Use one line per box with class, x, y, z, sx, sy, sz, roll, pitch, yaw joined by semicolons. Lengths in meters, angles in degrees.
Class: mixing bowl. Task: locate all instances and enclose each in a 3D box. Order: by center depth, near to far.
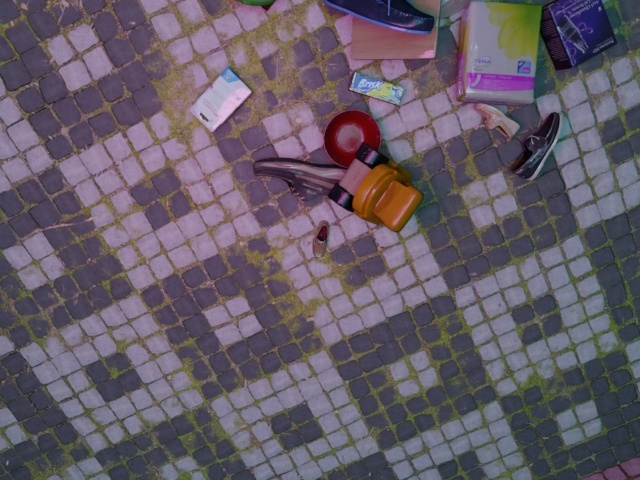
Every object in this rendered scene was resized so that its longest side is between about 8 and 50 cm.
mixing bowl;0.098;-0.327;1.586;0.182;0.098;0.181;0;104;-1

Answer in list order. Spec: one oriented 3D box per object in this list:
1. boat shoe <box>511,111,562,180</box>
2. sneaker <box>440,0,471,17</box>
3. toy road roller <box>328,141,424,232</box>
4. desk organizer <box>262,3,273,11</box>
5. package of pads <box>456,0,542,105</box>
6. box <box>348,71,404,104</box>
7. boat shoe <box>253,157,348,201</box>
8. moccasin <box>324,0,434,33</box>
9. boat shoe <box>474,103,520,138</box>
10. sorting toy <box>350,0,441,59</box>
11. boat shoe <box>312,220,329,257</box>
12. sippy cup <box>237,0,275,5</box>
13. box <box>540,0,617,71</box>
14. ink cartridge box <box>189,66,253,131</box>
boat shoe;0.710;-0.314;1.617;0.079;0.084;0.233;22;106;-8
sneaker;0.443;-0.821;1.465;0.350;0.131;0.148;-38;82;14
toy road roller;0.204;-0.130;1.505;0.241;0.330;0.202;40;103;27
desk organizer;-0.198;-0.756;1.485;0.130;0.050;0.047;39;100;-11
package of pads;0.538;-0.570;1.517;0.229;0.101;0.296;4;94;-3
box;0.176;-0.482;1.570;0.169;0.054;0.059;16;104;-5
boat shoe;-0.045;-0.189;1.602;0.356;0.132;0.130;8;104;-3
moccasin;0.159;-0.667;1.365;0.342;0.138;0.116;27;123;16
boat shoe;0.567;-0.387;1.603;0.170;0.063;0.059;29;96;-10
sorting toy;0.231;-0.667;1.464;0.257;0.089;0.255;8;104;23
boat shoe;0.000;0.000;1.697;0.050;0.045;0.135;7;105;-4
sippy cup;-0.170;-0.807;1.347;0.240;0.224;0.305;34;77;-13
box;0.779;-0.652;1.516;0.153;0.108;0.207;-30;103;6
ink cartridge box;-0.312;-0.441;1.560;0.181;0.061;0.104;-43;102;9
